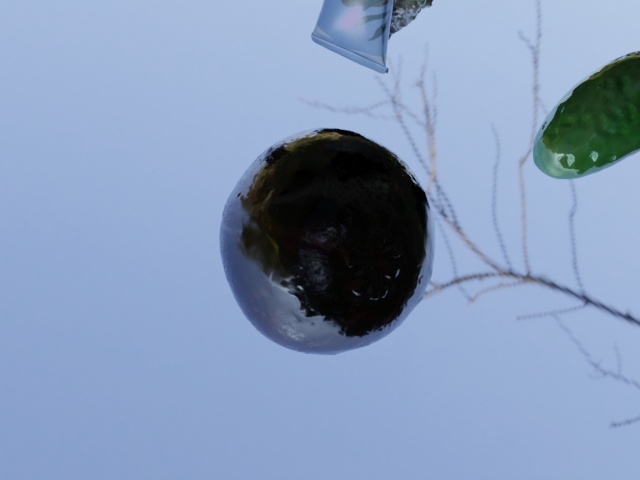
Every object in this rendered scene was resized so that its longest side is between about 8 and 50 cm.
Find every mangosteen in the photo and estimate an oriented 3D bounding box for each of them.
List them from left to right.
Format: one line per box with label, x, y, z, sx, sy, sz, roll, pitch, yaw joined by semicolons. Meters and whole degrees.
mangosteen;0.000;0.000;0.781;0.152;0.152;0.152;13;-136;-13

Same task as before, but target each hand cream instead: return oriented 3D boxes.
hand cream;0.046;-0.252;1.101;0.088;0.256;0.055;23;-120;5

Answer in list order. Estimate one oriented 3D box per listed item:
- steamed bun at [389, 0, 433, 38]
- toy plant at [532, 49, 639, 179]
steamed bun;0.065;-0.344;1.177;0.170;0.225;0.200;2;-133;39
toy plant;0.416;-0.139;1.079;0.356;0.210;0.317;25;-96;-3
